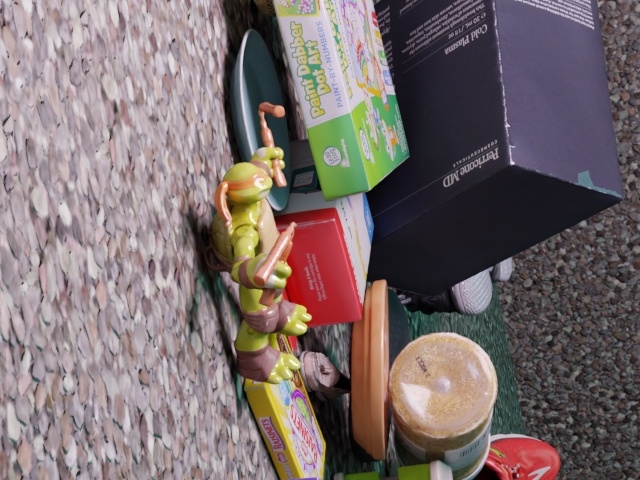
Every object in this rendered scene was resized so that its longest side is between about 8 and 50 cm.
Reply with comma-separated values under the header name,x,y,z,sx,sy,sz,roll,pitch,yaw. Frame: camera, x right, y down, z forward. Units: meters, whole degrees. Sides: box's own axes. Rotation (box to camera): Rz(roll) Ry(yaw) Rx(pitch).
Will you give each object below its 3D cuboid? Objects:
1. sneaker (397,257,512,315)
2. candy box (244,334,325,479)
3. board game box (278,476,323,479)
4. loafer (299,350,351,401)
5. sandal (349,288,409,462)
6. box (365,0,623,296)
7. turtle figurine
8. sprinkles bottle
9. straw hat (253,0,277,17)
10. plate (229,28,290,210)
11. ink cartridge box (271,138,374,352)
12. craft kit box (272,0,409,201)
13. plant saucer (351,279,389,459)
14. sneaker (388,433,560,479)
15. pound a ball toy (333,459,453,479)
name,x,y,z,sx,sy,sz,roll,pitch,yaw
sneaker,0.201,0.037,2.497,0.268,0.153,0.101,-48,129,-60
candy box,-0.033,0.174,1.589,0.105,0.027,0.206,-81,160,-46
board game box,0.021,0.377,1.470,0.347,0.078,0.233,51,35,-58
loafer,0.007,0.146,1.765,0.125,0.039,0.045,56,28,-69
sandal,0.061,0.160,2.030,0.254,0.054,0.097,-75,148,-42
box,0.162,-0.142,1.923,0.179,0.343,0.312,15,61,-33
turtle figurine,-0.059,0.018,1.423,0.269,0.087,0.217,-97,180,-55
sprinkles bottle,0.143,0.206,1.890,0.355,0.121,0.121,78,7,-72
straw hat,-0.044,-0.274,1.764,0.144,0.061,0.144,-7,90,-76
plate,-0.064,-0.122,1.655,0.188,0.024,0.188,-8,90,-78
ink cartridge box,0.000,0.000,1.745,0.231,0.078,0.134,-81,158,-55
craft kit box,0.022,-0.185,1.709,0.246,0.061,0.250,-39,115,-70
plant saucer,0.056,0.143,1.792,0.200,0.037,0.200,0,90,-87
sneaker,0.227,0.324,2.187,0.279,0.118,0.107,-3,89,-34
pound a ball toy,0.138,0.411,1.800,0.136,0.208,0.319,48,35,-70
